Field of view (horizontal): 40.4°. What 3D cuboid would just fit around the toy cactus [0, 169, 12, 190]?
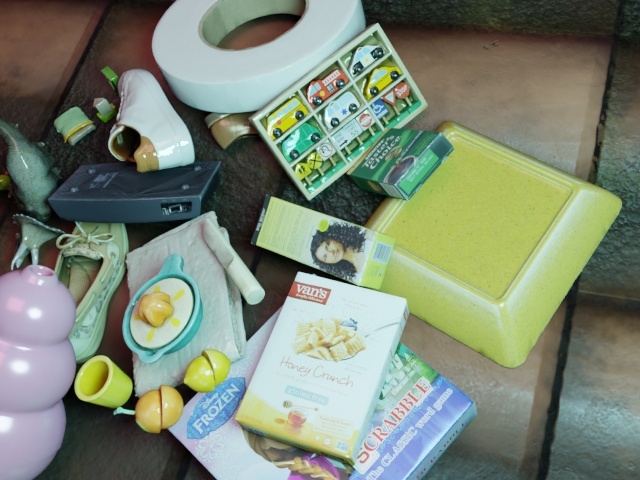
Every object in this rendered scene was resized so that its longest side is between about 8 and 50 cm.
[{"bbox_3d":[-0.659,-0.100,1.541,0.112,0.219,0.180,-20,60,47],"label":"toy cactus"}]

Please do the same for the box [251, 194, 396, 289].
[{"bbox_3d":[0.000,0.000,1.334,0.232,0.058,0.087,18,91,40],"label":"box"}]

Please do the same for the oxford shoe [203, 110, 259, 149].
[{"bbox_3d":[-0.094,-0.225,1.539,0.212,0.076,0.076,-27,89,-5],"label":"oxford shoe"}]

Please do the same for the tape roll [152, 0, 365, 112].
[{"bbox_3d":[-0.112,-0.382,1.571,0.392,0.072,0.392,-10,46,10],"label":"tape roll"}]

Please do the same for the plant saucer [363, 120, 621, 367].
[{"bbox_3d":[0.237,-0.025,1.331,0.333,0.081,0.333,29,72,26],"label":"plant saucer"}]

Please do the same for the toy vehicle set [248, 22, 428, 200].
[{"bbox_3d":[0.032,-0.213,1.444,0.267,0.166,0.035,-39,19,-9],"label":"toy vehicle set"}]

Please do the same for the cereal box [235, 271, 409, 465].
[{"bbox_3d":[0.006,0.172,1.214,0.173,0.047,0.240,13,64,19],"label":"cereal box"}]

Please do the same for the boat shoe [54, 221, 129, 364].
[{"bbox_3d":[-0.386,0.057,1.425,0.104,0.089,0.285,-4,60,12],"label":"boat shoe"}]

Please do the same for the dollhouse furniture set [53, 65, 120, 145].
[{"bbox_3d":[-0.437,-0.253,1.629,0.151,0.058,0.076,-39,60,-10],"label":"dollhouse furniture set"}]

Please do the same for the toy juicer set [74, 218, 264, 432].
[{"bbox_3d":[-0.200,0.118,1.239,0.209,0.089,0.329,22,74,39],"label":"toy juicer set"}]

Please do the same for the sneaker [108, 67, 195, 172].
[{"bbox_3d":[-0.326,-0.213,1.517,0.123,0.106,0.290,-20,40,-19],"label":"sneaker"}]

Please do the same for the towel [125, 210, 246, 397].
[{"bbox_3d":[-0.215,0.097,1.354,0.187,0.049,0.282,-25,51,17],"label":"towel"}]

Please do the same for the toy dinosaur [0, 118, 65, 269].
[{"bbox_3d":[-0.493,-0.113,1.482,0.121,0.313,0.160,-11,31,-23],"label":"toy dinosaur"}]

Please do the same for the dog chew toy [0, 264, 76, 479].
[{"bbox_3d":[-0.448,0.191,1.244,0.206,0.206,0.332,28,105,25],"label":"dog chew toy"}]

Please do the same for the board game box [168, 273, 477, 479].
[{"bbox_3d":[-0.002,0.256,1.236,0.318,0.066,0.319,37,75,28],"label":"board game box"}]

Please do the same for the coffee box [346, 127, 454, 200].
[{"bbox_3d":[0.121,-0.124,1.370,0.113,0.040,0.184,-48,22,-7],"label":"coffee box"}]

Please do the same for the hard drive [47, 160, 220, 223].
[{"bbox_3d":[-0.305,-0.083,1.460,0.254,0.054,0.172,-1,26,7],"label":"hard drive"}]
